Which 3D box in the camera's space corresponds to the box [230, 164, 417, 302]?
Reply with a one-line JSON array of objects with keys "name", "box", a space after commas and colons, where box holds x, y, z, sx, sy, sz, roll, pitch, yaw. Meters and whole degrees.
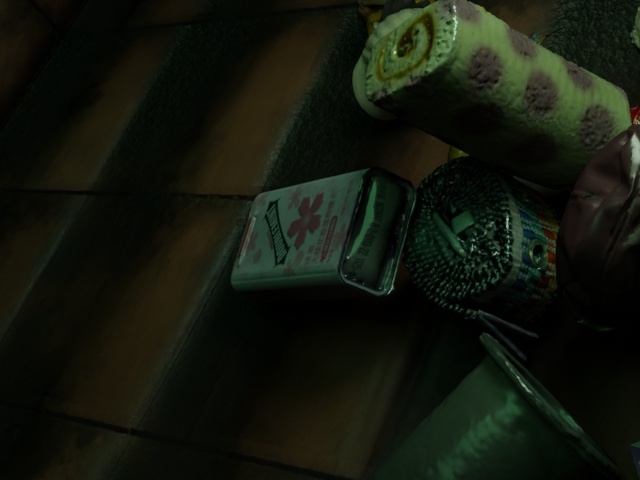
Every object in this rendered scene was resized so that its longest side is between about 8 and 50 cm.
[{"name": "box", "box": [0.000, 0.000, 1.842, 0.370, 0.112, 0.190, -5, 66, 59]}]

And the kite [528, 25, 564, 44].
[{"name": "kite", "box": [0.386, -0.358, 2.043, 0.078, 0.002, 0.044, -41, 39, 3]}]

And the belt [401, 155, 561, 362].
[{"name": "belt", "box": [0.248, 0.016, 1.691, 0.207, 0.160, 0.295, -53, 35, 15]}]

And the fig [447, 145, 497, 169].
[{"name": "fig", "box": [0.255, -0.133, 1.894, 0.084, 0.082, 0.098, -25, 45, -38]}]

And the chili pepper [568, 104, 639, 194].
[{"name": "chili pepper", "box": [0.421, -0.063, 1.675, 0.144, 0.136, 0.252, 3, 60, 3]}]

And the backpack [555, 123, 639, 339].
[{"name": "backpack", "box": [0.400, -0.016, 1.442, 0.197, 0.317, 0.283, 22, 90, 18]}]

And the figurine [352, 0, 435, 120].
[{"name": "figurine", "box": [0.159, -0.380, 2.092, 0.204, 0.185, 0.332, 119, 158, -54]}]

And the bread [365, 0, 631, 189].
[{"name": "bread", "box": [0.249, -0.192, 1.602, 0.187, 0.338, 0.155, -31, 45, 50]}]

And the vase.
[{"name": "vase", "box": [0.185, 0.294, 1.455, 0.291, 0.245, 0.245, -43, 39, 7]}]

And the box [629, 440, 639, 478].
[{"name": "box", "box": [0.408, 0.297, 1.397, 0.036, 0.050, 0.117, -24, 45, 18]}]

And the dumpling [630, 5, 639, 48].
[{"name": "dumpling", "box": [0.565, -0.380, 1.862, 0.166, 0.086, 0.332, -13, 43, 26]}]
